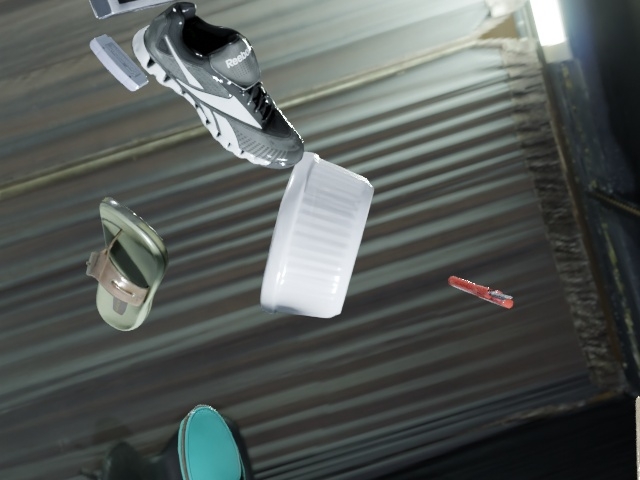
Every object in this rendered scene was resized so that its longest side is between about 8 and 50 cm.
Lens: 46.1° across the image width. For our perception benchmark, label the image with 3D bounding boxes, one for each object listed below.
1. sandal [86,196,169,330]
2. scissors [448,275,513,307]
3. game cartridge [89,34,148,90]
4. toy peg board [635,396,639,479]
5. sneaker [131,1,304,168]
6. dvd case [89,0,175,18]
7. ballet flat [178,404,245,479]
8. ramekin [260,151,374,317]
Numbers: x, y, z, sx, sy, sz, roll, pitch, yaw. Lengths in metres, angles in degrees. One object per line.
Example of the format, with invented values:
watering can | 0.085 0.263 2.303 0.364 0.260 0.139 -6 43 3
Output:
sandal | -0.311 0.059 1.168 0.120 0.086 0.303 32 -43 12
scissors | 0.285 0.089 1.184 0.297 0.109 0.021 -174 -71 -82
game cartridge | -0.269 -0.237 1.007 0.083 0.017 0.056 48 16 -12
toy peg board | 0.517 0.311 1.030 0.161 0.160 0.079 -68 153 -44
sneaker | -0.100 -0.174 0.843 0.234 0.106 0.078 41 51 -12
dvd case | -0.241 -0.381 0.940 0.239 0.029 0.179 -56 130 -62
ballet flat | -0.136 0.346 1.009 0.247 0.083 0.087 65 -31 15
ramekin | 0.000 0.000 1.220 0.273 0.127 0.273 15 90 -87
